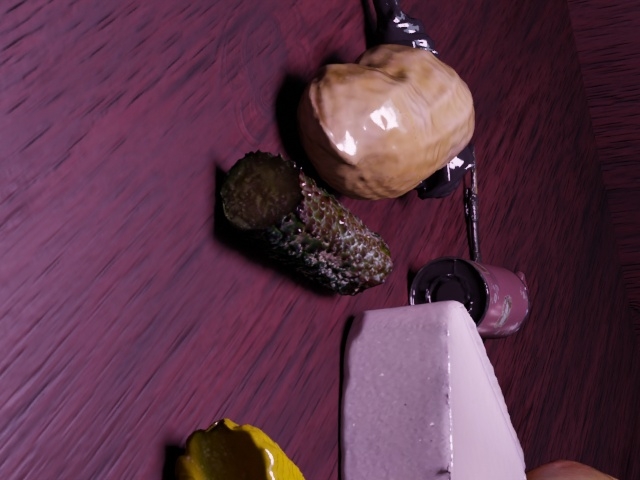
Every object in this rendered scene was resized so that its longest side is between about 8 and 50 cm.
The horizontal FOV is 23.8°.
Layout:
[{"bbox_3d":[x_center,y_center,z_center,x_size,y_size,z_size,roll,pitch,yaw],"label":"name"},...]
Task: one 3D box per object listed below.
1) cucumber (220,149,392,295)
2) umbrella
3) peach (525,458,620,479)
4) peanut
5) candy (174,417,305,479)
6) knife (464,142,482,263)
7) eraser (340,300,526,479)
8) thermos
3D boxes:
[{"bbox_3d":[0.000,0.000,1.625,0.359,0.096,0.096,39,47,-65],"label":"cucumber"},{"bbox_3d":[0.114,-0.219,2.001,0.118,0.118,0.340,-42,116,-65],"label":"umbrella"},{"bbox_3d":[0.376,0.466,2.243,0.292,0.247,0.292,44,21,-22],"label":"peach"},{"bbox_3d":[0.082,-0.136,1.787,0.340,0.158,0.174,-42,143,-61],"label":"peanut"},{"bbox_3d":[-0.058,0.231,1.383,0.199,0.094,0.106,48,33,-65],"label":"candy"},{"bbox_3d":[0.235,-0.040,2.342,0.045,0.021,0.222,-23,108,-68],"label":"knife"},{"bbox_3d":[0.140,0.268,1.814,0.331,0.150,0.331,-10,90,-67],"label":"eraser"},{"bbox_3d":[0.228,0.100,2.151,0.330,0.109,0.136,11,73,-69],"label":"thermos"}]
